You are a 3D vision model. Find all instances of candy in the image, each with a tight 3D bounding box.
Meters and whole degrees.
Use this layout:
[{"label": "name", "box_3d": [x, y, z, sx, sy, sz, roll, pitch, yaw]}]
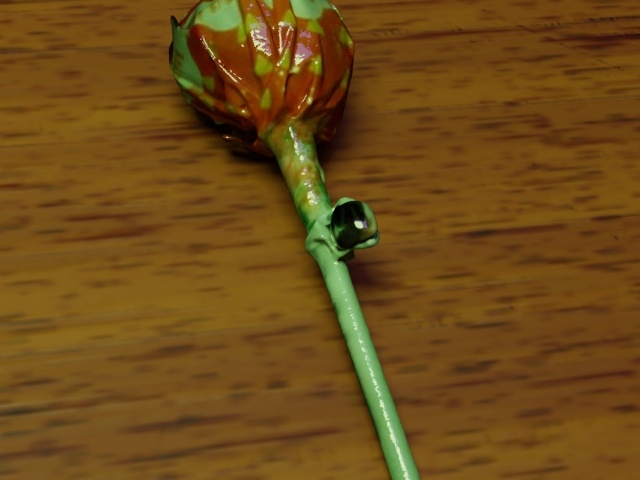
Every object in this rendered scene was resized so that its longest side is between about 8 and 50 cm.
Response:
[{"label": "candy", "box_3d": [-0.001, 0.000, 0.676, 0.084, 0.078, 0.288, -6, 60, -19]}]
